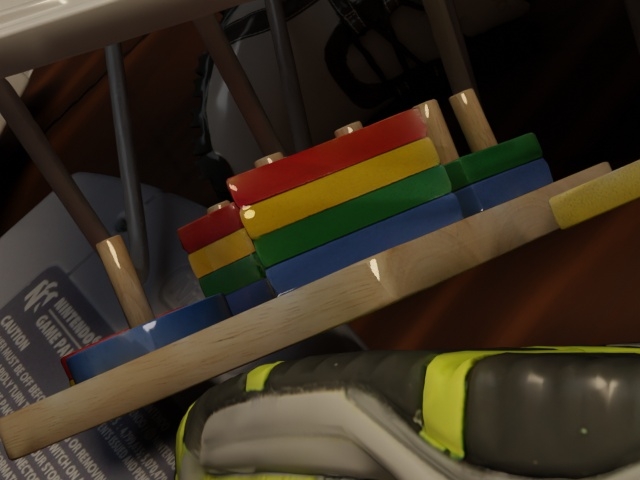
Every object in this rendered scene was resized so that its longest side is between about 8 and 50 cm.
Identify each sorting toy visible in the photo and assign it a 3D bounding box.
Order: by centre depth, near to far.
[{"bbox_3d":[0.000,0.000,0.499,0.274,0.046,0.132,-24,-2,35],"label":"sorting toy"}]

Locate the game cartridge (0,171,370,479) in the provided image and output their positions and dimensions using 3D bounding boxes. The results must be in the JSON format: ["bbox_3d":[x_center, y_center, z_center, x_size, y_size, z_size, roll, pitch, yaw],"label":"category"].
[{"bbox_3d":[-0.073,0.084,0.649,0.196,0.060,0.294,-45,35,-3],"label":"game cartridge"}]

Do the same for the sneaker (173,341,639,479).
[{"bbox_3d":[0.108,0.095,0.375,0.384,0.145,0.147,2,93,45],"label":"sneaker"}]

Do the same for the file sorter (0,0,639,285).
[{"bbox_3d":[0.028,-0.125,0.613,0.277,0.173,0.193,-16,57,8],"label":"file sorter"}]

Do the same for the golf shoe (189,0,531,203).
[{"bbox_3d":[0.026,-0.089,0.732,0.094,0.077,0.198,8,57,46],"label":"golf shoe"}]

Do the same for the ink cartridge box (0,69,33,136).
[{"bbox_3d":[-0.203,-0.028,0.841,0.115,0.067,0.198,-36,24,39],"label":"ink cartridge box"}]
